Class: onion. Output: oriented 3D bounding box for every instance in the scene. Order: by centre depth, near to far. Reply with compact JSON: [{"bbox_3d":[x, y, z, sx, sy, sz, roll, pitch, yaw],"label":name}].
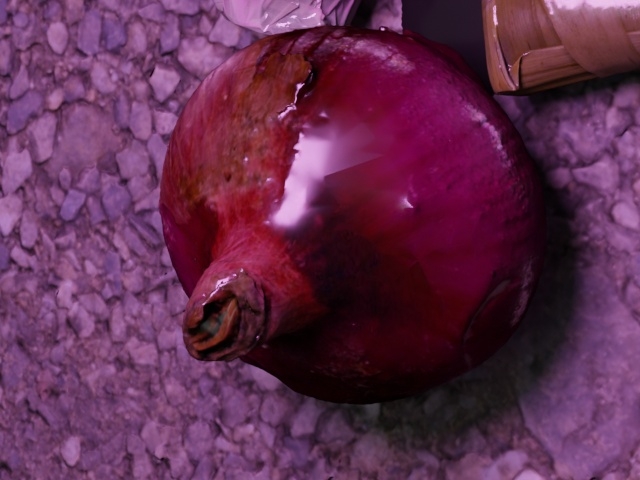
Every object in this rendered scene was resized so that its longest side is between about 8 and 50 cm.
[{"bbox_3d":[0.000,0.000,1.578,0.347,0.385,0.348,13,119,24],"label":"onion"}]

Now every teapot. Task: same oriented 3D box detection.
[{"bbox_3d":[-0.047,-0.274,1.725,0.221,0.163,0.178,18,108,29],"label":"teapot"}]

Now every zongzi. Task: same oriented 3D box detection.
[{"bbox_3d":[0.239,-0.259,1.589,0.228,0.115,0.256,-10,77,29],"label":"zongzi"}]

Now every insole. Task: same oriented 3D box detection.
[{"bbox_3d":[0.113,-0.269,1.715,0.109,0.007,0.322,-10,86,29],"label":"insole"}]
